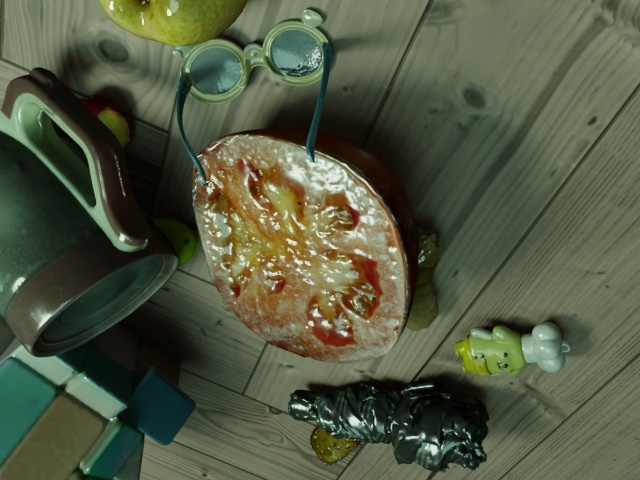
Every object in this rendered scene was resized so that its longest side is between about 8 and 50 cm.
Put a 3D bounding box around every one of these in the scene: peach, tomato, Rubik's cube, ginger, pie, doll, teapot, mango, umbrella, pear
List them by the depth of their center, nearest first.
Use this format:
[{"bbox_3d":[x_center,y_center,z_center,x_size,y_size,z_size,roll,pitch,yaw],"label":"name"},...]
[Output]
[{"bbox_3d":[-0.156,-0.284,0.694,0.178,0.178,0.178,8,129,10],"label":"pear"},{"bbox_3d":[0.001,-0.006,0.865,0.339,0.144,0.338,19,128,25],"label":"tomato"},{"bbox_3d":[-0.358,-0.051,0.895,0.312,0.233,0.315,50,127,8],"label":"teapot"},{"bbox_3d":[-0.293,-0.159,0.908,0.083,0.050,0.077,56,151,-12],"label":"peach"},{"bbox_3d":[0.127,0.058,0.945,0.096,0.069,0.190,13,131,13],"label":"ginger"},{"bbox_3d":[0.286,0.164,0.987,0.163,0.062,0.106,-12,128,23],"label":"doll"},{"bbox_3d":[-0.239,0.000,1.017,0.108,0.056,0.073,-3,120,24],"label":"mango"},{"bbox_3d":[-0.433,0.288,1.095,0.358,0.387,0.368,41,125,-20],"label":"Rubik's cube"},{"bbox_3d":[0.115,0.310,1.125,0.337,0.128,0.154,-7,110,29],"label":"umbrella"},{"bbox_3d":[0.028,0.376,1.255,0.088,0.033,0.191,35,129,-7],"label":"pie"}]

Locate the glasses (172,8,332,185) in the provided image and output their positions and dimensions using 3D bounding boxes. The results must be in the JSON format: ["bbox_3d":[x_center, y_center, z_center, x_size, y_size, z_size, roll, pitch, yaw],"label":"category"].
[{"bbox_3d":[-0.072,-0.144,0.760,0.190,0.220,0.088,-10,148,8],"label":"glasses"}]
